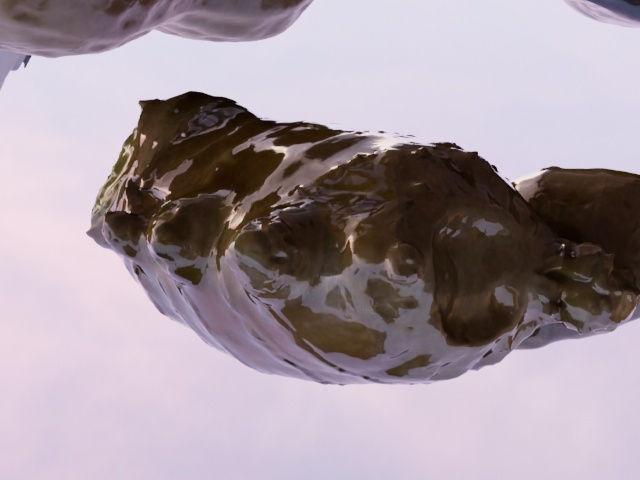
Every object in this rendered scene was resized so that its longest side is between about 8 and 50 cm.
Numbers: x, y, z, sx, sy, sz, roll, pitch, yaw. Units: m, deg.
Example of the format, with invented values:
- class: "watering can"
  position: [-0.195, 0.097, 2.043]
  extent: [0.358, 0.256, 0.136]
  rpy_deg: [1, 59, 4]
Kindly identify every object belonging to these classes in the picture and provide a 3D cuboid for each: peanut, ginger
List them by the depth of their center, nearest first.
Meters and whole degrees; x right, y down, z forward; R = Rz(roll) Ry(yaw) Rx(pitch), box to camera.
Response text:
- class: "ginger"
  position: [-0.002, 0.004, 0.439]
  extent: [0.205, 0.081, 0.115]
  rpy_deg: [4, -147, 34]
- class: "peanut"
  position: [-0.086, -0.128, 0.614]
  extent: [0.263, 0.101, 0.117]
  rpy_deg: [-21, -88, -54]

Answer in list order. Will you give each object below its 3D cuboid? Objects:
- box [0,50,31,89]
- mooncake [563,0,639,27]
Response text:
- class: "box"
  position: [-0.336, -0.120, 0.808]
  extent: [0.333, 0.173, 0.145]
  rpy_deg: [36, -161, 12]
- class: "mooncake"
  position: [0.224, -0.301, 1.068]
  extent: [0.306, 0.306, 0.154]
  rpy_deg: [10, -173, -13]
